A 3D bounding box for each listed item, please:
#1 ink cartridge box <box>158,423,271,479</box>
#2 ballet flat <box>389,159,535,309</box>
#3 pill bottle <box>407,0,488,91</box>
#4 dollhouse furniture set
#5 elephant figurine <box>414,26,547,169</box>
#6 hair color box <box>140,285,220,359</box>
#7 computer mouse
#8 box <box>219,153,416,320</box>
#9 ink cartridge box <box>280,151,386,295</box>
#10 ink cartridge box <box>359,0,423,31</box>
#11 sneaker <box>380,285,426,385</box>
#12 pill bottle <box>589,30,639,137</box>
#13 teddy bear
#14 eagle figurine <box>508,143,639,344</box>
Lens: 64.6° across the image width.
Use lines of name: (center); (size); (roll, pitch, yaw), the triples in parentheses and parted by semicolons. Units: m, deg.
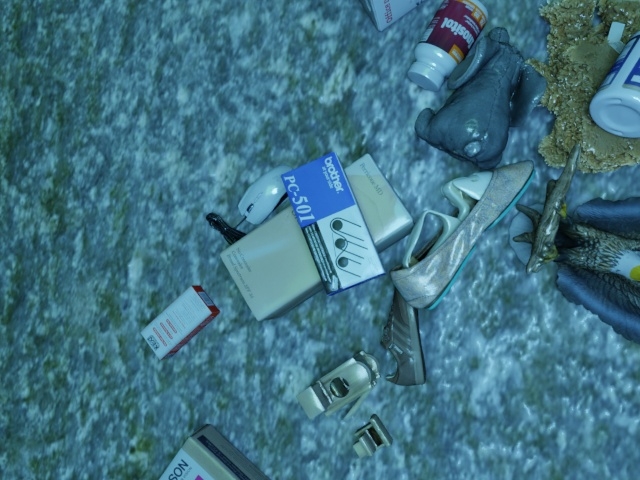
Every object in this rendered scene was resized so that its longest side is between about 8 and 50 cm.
ink cartridge box: (-0.216, 0.495, 0.920); (0.193, 0.088, 0.234); (36, 95, 13)
ballet flat: (0.225, -0.034, 0.821); (0.106, 0.107, 0.316); (39, 80, -2)
pill bottle: (0.219, -0.344, 0.887); (0.086, 0.086, 0.152); (31, 93, 14)
dollhouse furniture set: (0.068, 0.276, 0.820); (0.101, 0.182, 0.160); (-36, 78, 8)
elephant figurine: (0.267, -0.248, 0.811); (0.186, 0.169, 0.239); (37, 105, 41)
hair color box: (-0.272, 0.159, 0.985); (0.141, 0.043, 0.072); (-41, 77, 6)
computer mouse: (-0.125, -0.072, 0.970); (0.193, 0.042, 0.106); (-46, 76, 6)
box: (0.000, 0.000, 0.892); (0.311, 0.121, 0.148); (-35, 78, 9)
ink cartridge box: (0.020, -0.025, 0.802); (0.097, 0.046, 0.207); (-22, 81, 10)
ink cartridge box: (0.161, -0.493, 0.876); (0.220, 0.160, 0.092); (-33, 77, 8)
sneaker: (0.135, 0.157, 0.874); (0.071, 0.066, 0.188); (-9, 82, 15)
pill bottle: (0.463, -0.237, 0.712); (0.094, 0.094, 0.169); (32, 81, 14)
teddy bear: (0.449, -0.264, 0.826); (0.245, 0.113, 0.337); (-13, 75, 5)
eagle figurine: (0.452, 0.024, 0.760); (0.299, 0.226, 0.225); (15, 51, -10)
